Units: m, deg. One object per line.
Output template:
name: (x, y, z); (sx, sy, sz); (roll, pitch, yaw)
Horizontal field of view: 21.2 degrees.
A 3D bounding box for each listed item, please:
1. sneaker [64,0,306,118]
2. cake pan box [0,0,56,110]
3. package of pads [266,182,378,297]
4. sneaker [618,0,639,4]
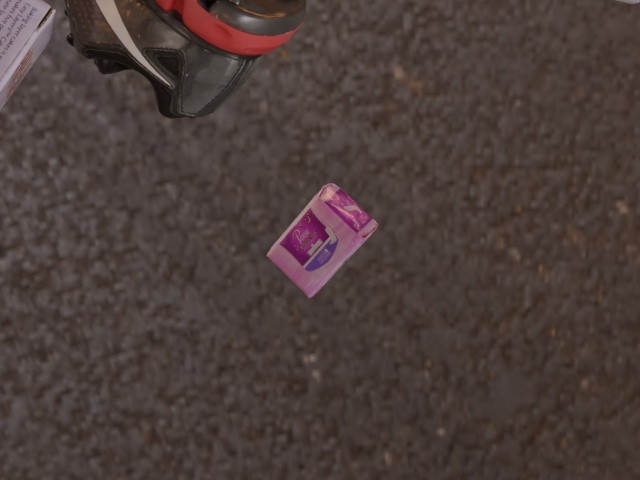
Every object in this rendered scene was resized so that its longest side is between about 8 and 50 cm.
sneaker: (-0.129, -0.182, 1.074); (0.098, 0.135, 0.276); (-17, 57, -46)
cake pan box: (-0.308, -0.076, 0.883); (0.246, 0.070, 0.267); (31, 75, -2)
package of pads: (0.000, 0.000, 1.286); (0.050, 0.083, 0.032); (43, 39, 2)
sneaker: (0.381, -0.294, 1.394); (0.236, 0.130, 0.322); (27, 75, -12)
